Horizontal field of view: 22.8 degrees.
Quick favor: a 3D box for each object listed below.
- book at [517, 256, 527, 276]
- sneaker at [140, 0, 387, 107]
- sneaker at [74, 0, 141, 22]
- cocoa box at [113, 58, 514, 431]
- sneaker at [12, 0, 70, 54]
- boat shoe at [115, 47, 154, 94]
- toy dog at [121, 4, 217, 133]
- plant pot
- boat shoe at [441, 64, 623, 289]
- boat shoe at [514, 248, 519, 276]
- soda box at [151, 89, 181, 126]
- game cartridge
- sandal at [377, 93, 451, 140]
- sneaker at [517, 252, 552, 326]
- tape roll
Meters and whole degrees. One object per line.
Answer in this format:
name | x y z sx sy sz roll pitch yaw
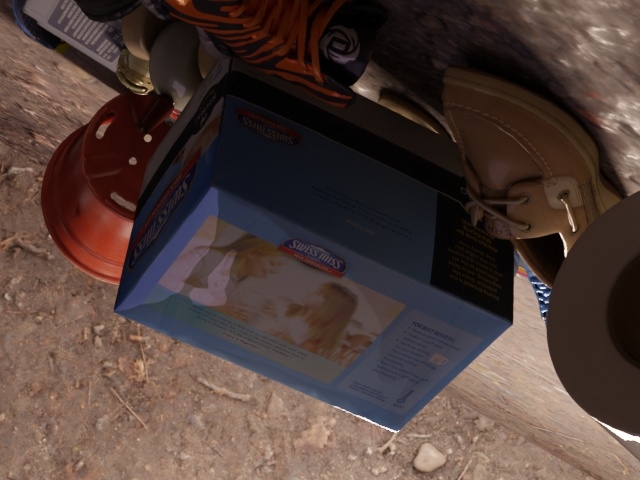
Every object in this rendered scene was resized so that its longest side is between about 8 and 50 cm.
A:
book | 0.243 0.022 2.003 0.144 0.035 0.096 23 171 40
sneaker | -0.037 -0.213 1.407 0.180 0.125 0.321 23 180 16
sneaker | -0.257 -0.304 1.598 0.286 0.109 0.130 19 159 43
cocoa box | 0.000 0.000 1.637 0.347 0.228 0.231 25 134 -18
sneaker | -0.390 -0.302 2.166 0.059 0.053 0.144 29 170 22
boat shoe | -0.220 -0.197 1.889 0.056 0.048 0.153 32 170 -12
toy dog | -0.103 -0.140 1.797 0.333 0.161 0.220 36 169 -32
plant pot | -0.263 -0.091 2.331 0.272 0.272 0.265 31 162 -7
boat shoe | 0.199 -0.049 1.505 0.121 0.110 0.341 23 168 39
boat shoe | 0.104 -0.041 1.946 0.320 0.103 0.118 20 149 22
soda box | -0.184 -0.189 2.118 0.060 0.053 0.169 29 171 5
game cartridge | -0.262 -0.270 1.943 0.196 0.060 0.294 36 170 -12
sandal | 0.099 -0.077 1.766 0.088 0.079 0.240 26 170 20
sneaker | 0.287 0.061 1.898 0.069 0.082 0.209 14 161 40
tape roll | 0.341 0.087 1.383 0.246 0.246 0.169 22 167 42
